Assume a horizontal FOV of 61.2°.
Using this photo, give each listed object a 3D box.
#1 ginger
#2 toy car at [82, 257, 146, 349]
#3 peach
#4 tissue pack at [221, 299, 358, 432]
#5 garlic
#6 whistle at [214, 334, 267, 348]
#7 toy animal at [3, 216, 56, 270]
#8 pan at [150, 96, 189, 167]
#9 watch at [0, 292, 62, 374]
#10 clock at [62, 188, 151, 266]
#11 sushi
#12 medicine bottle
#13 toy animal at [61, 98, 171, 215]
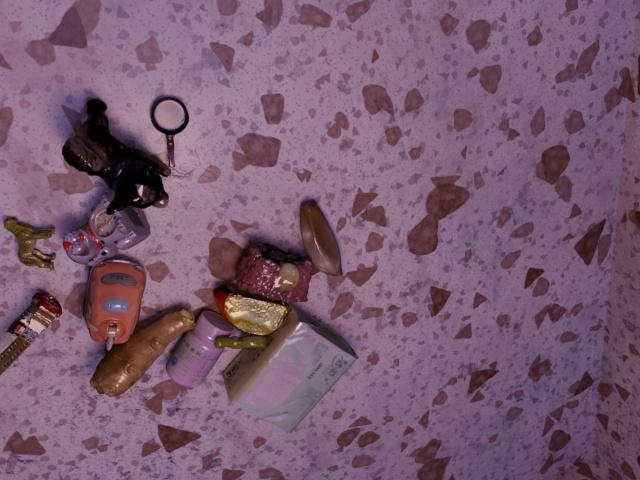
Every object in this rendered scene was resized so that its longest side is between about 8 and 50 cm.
[{"bbox_3d":[-0.600,0.375,1.835,0.375,0.236,0.166,-30,90,-38],"label":"ginger"},{"bbox_3d":[-0.658,0.203,1.730,0.180,0.212,0.270,8,110,-23],"label":"toy car"},{"bbox_3d":[-0.260,0.246,1.927,0.267,0.159,0.154,12,97,-13],"label":"peach"},{"bbox_3d":[-0.119,0.481,2.065,0.332,0.205,0.405,37,96,-30],"label":"tissue pack"},{"bbox_3d":[-0.003,0.006,1.938,0.112,0.143,0.318,-2,118,28],"label":"garlic"},{"bbox_3d":[-0.279,0.352,1.899,0.198,0.104,0.057,10,74,-38],"label":"whistle"},{"bbox_3d":[-0.886,0.020,1.653,0.136,0.073,0.181,5,124,-14],"label":"toy animal"},{"bbox_3d":[-0.459,-0.331,1.659,0.115,0.040,0.212,-4,108,-20],"label":"pan"},{"bbox_3d":[-0.929,0.285,1.691,0.268,0.165,0.102,-45,119,1],"label":"watch"},{"bbox_3d":[-0.678,-0.016,1.662,0.254,0.189,0.189,-34,121,5],"label":"clock"},{"bbox_3d":[-0.150,0.112,1.874,0.270,0.236,0.171,17,94,-28],"label":"sushi"},{"bbox_3d":[-0.431,0.387,1.936,0.152,0.152,0.254,27,101,-29],"label":"medicine bottle"},{"bbox_3d":[-0.572,-0.198,1.529,0.194,0.302,0.344,-44,120,6],"label":"toy animal"}]
